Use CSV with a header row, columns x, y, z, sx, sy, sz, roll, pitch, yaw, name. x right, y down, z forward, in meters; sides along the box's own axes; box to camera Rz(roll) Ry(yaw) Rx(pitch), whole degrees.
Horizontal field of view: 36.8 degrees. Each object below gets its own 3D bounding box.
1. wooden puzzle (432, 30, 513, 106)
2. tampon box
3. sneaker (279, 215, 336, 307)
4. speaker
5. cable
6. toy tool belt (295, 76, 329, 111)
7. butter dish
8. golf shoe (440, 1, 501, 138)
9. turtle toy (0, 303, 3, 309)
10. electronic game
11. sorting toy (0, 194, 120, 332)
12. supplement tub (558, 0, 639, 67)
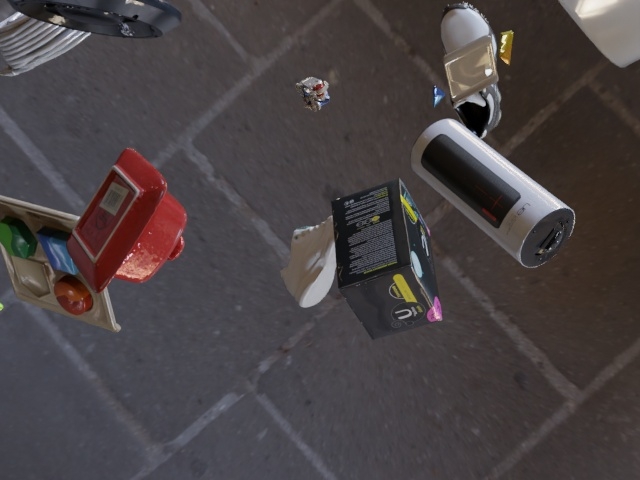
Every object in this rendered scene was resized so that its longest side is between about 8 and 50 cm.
x,y,z,sx,sy,sz,roll,pitch,yaw,name
0.189,-0.216,1.204,0.116,0.078,0.014,-23,44,-9,wooden puzzle
0.087,0.024,1.263,0.101,0.120,0.161,-19,45,16,tampon box
0.000,0.000,1.508,0.094,0.080,0.212,47,116,28,sneaker
0.131,-0.038,0.743,0.055,0.055,0.136,-43,52,0,speaker
-0.455,-0.398,1.698,0.257,0.257,0.089,-45,116,-27,cable
-0.006,-0.235,1.570,0.052,0.083,0.051,-26,115,-10,toy tool belt
-0.223,-0.012,1.198,0.118,0.160,0.160,29,95,-36,butter dish
0.216,-0.238,1.367,0.077,0.094,0.198,-11,115,22,golf shoe
-0.401,0.047,1.030,0.130,0.066,0.095,26,45,-25,turtle toy
-0.290,-0.299,1.212,0.229,0.229,0.048,8,91,4,electronic game
-0.456,0.027,1.480,0.307,0.229,0.041,14,43,27,sorting toy
0.196,-0.233,0.318,0.331,0.241,0.241,-31,84,25,supplement tub
